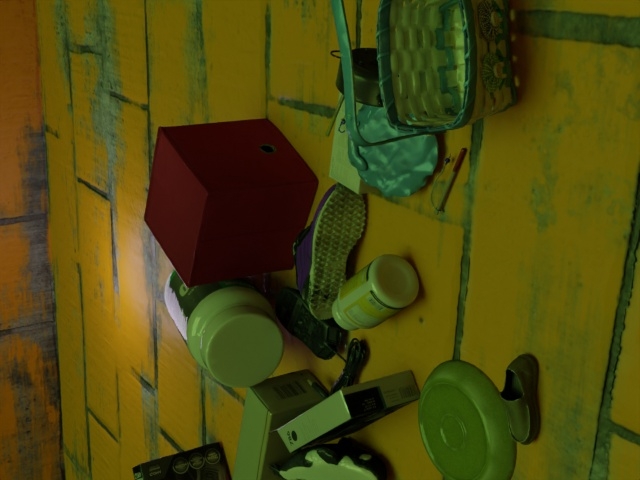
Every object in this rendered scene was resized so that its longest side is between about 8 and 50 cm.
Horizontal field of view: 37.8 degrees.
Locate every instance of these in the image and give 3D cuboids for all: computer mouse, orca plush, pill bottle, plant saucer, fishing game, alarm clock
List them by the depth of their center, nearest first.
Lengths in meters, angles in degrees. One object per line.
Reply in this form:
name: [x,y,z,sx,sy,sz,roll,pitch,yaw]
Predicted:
alarm clock: [0.081,-0.283,1.556,0.192,0.129,0.064,38,132,40]
plant saucer: [0.240,0.328,1.618,0.241,0.037,0.240,21,115,55]
fishing game: [0.128,-0.163,1.622,0.264,0.041,0.189,34,127,22]
pill bottle: [0.095,0.103,1.728,0.184,0.103,0.103,-41,64,54]
orca plush: [0.033,0.461,1.936,0.151,0.102,0.287,50,138,-11]
computer mouse: [-0.002,0.220,1.960,0.262,0.060,0.184,36,123,34]
pill bottle: [-0.216,0.174,2.086,0.361,0.204,0.204,-139,48,-62]

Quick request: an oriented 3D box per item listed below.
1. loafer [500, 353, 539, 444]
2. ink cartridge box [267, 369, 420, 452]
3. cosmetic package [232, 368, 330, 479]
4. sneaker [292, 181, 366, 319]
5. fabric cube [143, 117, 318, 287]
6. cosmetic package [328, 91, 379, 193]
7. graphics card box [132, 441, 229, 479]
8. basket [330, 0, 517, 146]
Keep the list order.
loafer: [0.310,0.253,1.474,0.056,0.050,0.148,9,106,57]
ink cartridge box: [0.039,0.344,1.822,0.333,0.165,0.065,-42,64,54]
cosmetic package: [-0.090,0.449,2.060,0.113,0.160,0.309,42,133,44]
sneaker: [-0.001,0.000,1.857,0.146,0.102,0.293,50,135,50]
fabric cube: [-0.199,-0.088,2.001,0.254,0.258,0.259,52,138,39]
cosmetic package: [0.078,-0.215,1.712,0.099,0.060,0.239,34,126,45]
graphics card box: [-0.333,0.739,2.450,0.094,0.233,0.370,-41,63,59]
basket: [0.145,-0.277,1.372,0.201,0.289,0.254,4,103,58]
